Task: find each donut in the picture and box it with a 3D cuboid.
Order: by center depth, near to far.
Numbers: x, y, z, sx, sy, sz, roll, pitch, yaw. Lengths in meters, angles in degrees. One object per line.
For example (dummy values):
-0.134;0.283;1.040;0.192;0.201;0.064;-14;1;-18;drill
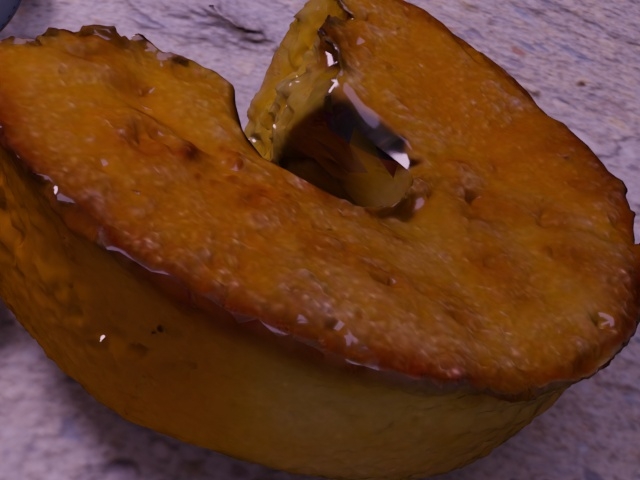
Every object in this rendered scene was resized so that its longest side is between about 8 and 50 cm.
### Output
0.000;0.000;0.752;0.435;0.163;0.377;-17;54;-44;donut

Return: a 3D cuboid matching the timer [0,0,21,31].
-0.311;-0.208;0.928;0.175;0.255;0.175;2;80;-10;timer
